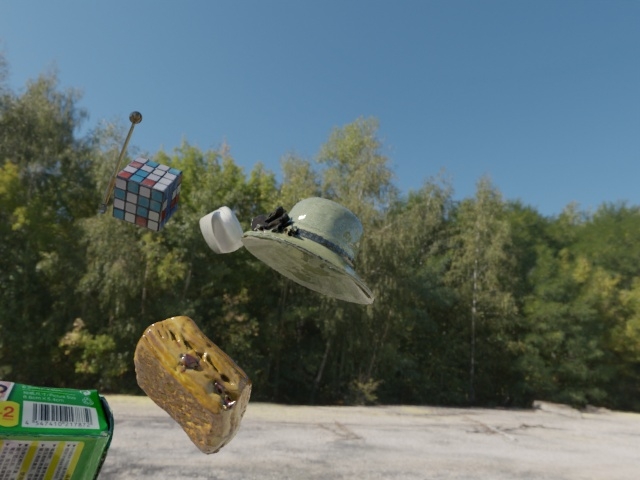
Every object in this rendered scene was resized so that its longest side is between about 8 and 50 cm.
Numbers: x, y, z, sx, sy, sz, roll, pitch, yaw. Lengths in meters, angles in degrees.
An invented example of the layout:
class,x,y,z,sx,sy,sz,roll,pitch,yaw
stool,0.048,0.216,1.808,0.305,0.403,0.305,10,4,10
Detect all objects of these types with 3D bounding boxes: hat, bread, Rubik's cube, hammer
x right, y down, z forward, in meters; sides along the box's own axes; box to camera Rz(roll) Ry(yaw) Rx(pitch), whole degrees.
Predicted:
class,x,y,z,sx,sy,sz,roll,pitch,yaw
hat,0.000,0.000,0.836,0.257,0.130,0.257,23,-17,7
bread,-0.209,0.236,0.797,0.210,0.099,0.235,40,-40,12
Rubik's cube,-0.323,-0.088,0.898,0.092,0.092,0.092,19,-58,-3
hammer,-0.228,-0.089,0.542,0.014,0.123,0.029,21,-2,-26

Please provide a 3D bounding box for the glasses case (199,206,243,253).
class,x,y,z,sx,sy,sz,roll,pitch,yaw
glasses case,-0.212,-0.019,1.019,0.059,0.092,0.233,-26,9,-22

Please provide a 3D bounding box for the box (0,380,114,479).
class,x,y,z,sx,sy,sz,roll,pitch,yaw
box,-0.383,0.252,0.535,0.250,0.180,0.103,22,2,-38
